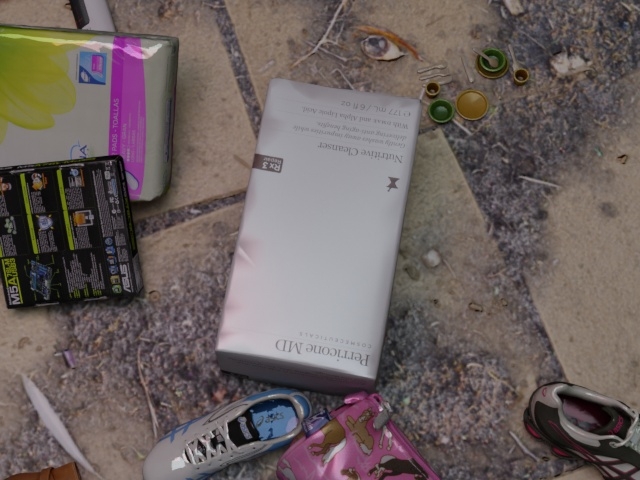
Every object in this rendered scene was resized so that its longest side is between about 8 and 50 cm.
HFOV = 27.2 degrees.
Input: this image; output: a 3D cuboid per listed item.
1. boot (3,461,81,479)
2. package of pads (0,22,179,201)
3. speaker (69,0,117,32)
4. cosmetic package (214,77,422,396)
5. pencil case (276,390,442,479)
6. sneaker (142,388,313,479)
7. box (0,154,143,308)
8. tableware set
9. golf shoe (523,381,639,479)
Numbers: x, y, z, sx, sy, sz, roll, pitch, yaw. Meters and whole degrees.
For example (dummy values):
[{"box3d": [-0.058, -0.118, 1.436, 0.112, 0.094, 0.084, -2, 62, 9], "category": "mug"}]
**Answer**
[{"box3d": [-0.353, 0.385, 1.672, 0.152, 0.073, 0.197, -18, 75, -9], "category": "boot"}, {"box3d": [-0.346, -0.171, 1.795, 0.296, 0.101, 0.229, 6, 103, 3], "category": "package of pads"}, {"box3d": [-0.334, -0.339, 1.918, 0.055, 0.055, 0.136, -17, 73, -5], "category": "speaker"}, {"box3d": [0.000, 0.000, 1.747, 0.217, 0.156, 0.385, 8, 71, 2], "category": "cosmetic package"}, {"box3d": [0.116, 0.367, 1.623, 0.160, 0.167, 0.386, -33, 74, -31], "category": "pencil case"}, {"box3d": [-0.122, 0.253, 1.703, 0.237, 0.086, 0.085, -24, 75, -5], "category": "sneaker"}, {"box3d": [-0.341, -0.011, 1.759, 0.184, 0.045, 0.191, -6, 104, 7], "category": "box"}, {"box3d": [0.220, -0.224, 1.887, 0.154, 0.024, 0.104, -14, 72, -4], "category": "tableware set"}, {"box3d": [0.389, 0.264, 1.674, 0.273, 0.120, 0.105, 24, 72, 7], "category": "golf shoe"}]
